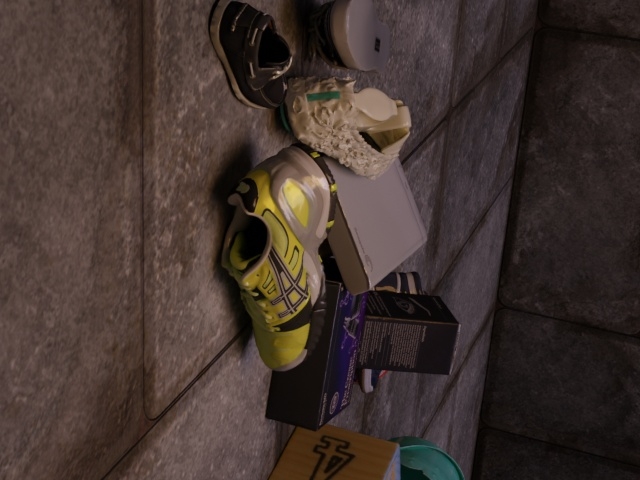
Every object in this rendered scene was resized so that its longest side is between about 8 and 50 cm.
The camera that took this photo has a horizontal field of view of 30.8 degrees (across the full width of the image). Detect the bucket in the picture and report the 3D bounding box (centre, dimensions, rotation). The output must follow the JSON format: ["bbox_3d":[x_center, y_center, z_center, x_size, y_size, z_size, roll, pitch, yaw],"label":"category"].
[{"bbox_3d":[0.188,0.584,2.609,0.183,0.281,0.281,-42,141,-67],"label":"bucket"}]

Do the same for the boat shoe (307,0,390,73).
[{"bbox_3d":[0.033,-0.317,1.778,0.306,0.105,0.113,-25,122,-76],"label":"boat shoe"}]

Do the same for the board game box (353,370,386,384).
[{"bbox_3d":[0.120,0.200,2.478,0.147,0.045,0.193,-24,124,-68],"label":"board game box"}]

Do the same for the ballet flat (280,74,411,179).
[{"bbox_3d":[0.072,-0.183,1.858,0.409,0.147,0.147,5,97,-68],"label":"ballet flat"}]

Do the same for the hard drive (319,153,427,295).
[{"bbox_3d":[0.087,-0.061,2.042,0.353,0.047,0.233,-33,103,-65],"label":"hard drive"}]

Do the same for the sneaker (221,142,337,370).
[{"bbox_3d":[-0.079,0.038,1.683,0.147,0.145,0.385,-23,132,-31],"label":"sneaker"}]

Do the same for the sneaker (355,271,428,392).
[{"bbox_3d":[0.144,0.183,2.334,0.099,0.153,0.282,-113,-161,-57],"label":"sneaker"}]

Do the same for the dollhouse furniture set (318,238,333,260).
[{"bbox_3d":[0.000,0.000,2.042,0.114,0.091,0.081,-25,171,-42],"label":"dollhouse furniture set"}]

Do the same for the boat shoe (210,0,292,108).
[{"bbox_3d":[-0.077,-0.235,1.541,0.233,0.079,0.084,61,42,-66],"label":"boat shoe"}]

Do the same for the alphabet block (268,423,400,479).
[{"bbox_3d":[0.025,0.471,2.126,0.193,0.197,0.192,-58,153,-46],"label":"alphabet block"}]

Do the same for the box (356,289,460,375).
[{"bbox_3d":[0.140,0.170,2.185,0.153,0.207,0.108,-116,-147,-71],"label":"box"}]

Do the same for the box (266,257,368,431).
[{"bbox_3d":[0.000,0.174,2.013,0.184,0.103,0.261,-18,119,-67],"label":"box"}]
